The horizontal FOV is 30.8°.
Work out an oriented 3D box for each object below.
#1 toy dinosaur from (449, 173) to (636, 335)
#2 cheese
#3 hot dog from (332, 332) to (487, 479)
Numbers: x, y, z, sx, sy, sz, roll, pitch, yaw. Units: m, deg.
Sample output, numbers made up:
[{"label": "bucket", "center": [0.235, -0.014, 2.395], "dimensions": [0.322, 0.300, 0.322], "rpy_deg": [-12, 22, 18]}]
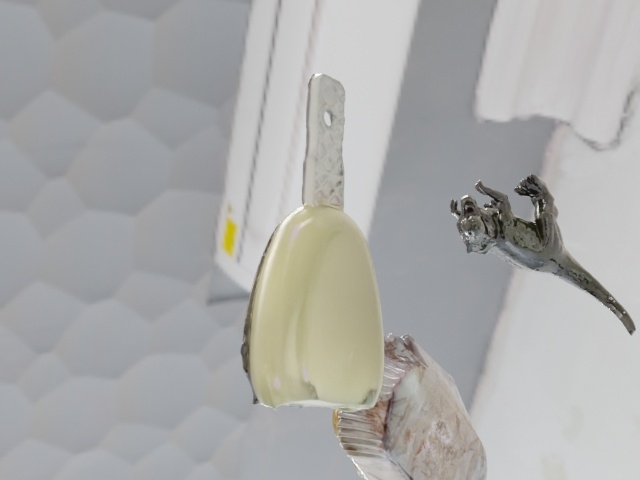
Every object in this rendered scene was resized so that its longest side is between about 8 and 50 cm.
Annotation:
[{"label": "toy dinosaur", "center": [0.200, 0.028, 1.151], "dimensions": [0.087, 0.187, 0.178], "rpy_deg": [-40, -122, 47]}, {"label": "cheese", "center": [0.000, 0.000, 0.854], "dimensions": [0.054, 0.127, 0.251], "rpy_deg": [-5, -102, 38]}, {"label": "hot dog", "center": [0.088, 0.187, 1.088], "dimensions": [0.075, 0.144, 0.268], "rpy_deg": [6, -35, 32]}]
